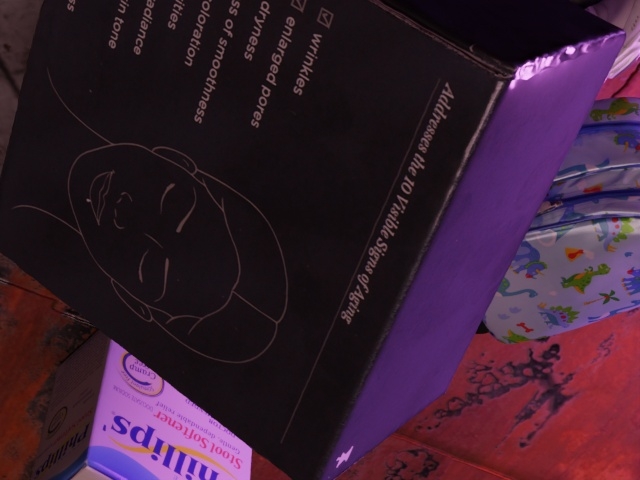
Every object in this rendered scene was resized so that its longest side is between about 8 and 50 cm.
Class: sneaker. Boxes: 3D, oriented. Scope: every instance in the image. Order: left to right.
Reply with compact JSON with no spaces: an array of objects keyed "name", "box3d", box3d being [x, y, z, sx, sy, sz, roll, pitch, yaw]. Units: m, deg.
[{"name":"sneaker","box3d":[0.272,-0.226,1.424,0.262,0.099,0.121,-38,114,23]}]

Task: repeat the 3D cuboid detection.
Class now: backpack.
[{"name":"backpack","box3d":[0.278,-0.023,1.418,0.355,0.273,0.290,-26,132,6]}]

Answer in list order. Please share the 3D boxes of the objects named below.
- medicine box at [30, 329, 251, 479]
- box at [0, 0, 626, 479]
[{"name":"medicine box","box3d":[-0.239,0.295,1.681,0.263,0.289,0.149,35,119,-24]},{"name":"box","box3d":[-0.036,-0.098,1.238,0.472,0.297,0.480,36,122,21]}]
